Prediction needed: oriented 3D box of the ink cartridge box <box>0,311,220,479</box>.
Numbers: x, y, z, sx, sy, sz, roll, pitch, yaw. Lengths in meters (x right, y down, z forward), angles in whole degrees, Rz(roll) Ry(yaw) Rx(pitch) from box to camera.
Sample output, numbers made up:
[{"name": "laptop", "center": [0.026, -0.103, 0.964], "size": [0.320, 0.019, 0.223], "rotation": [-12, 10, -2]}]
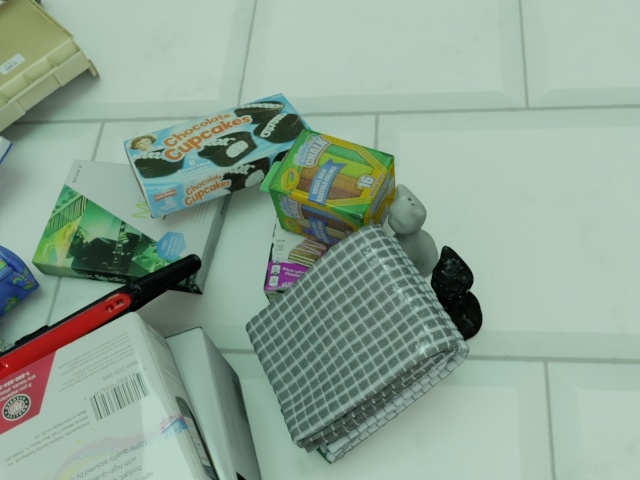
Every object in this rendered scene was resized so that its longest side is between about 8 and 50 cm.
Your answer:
[{"name": "ink cartridge box", "center": [-0.247, 0.275, 0.860], "size": [0.226, 0.131, 0.306], "rotation": [-26, 63, -4]}]

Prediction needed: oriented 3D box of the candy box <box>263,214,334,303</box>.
[{"name": "candy box", "center": [0.000, 0.000, 1.279], "size": [0.159, 0.071, 0.233], "rotation": [2, 61, 11]}]

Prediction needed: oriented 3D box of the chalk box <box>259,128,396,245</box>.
[{"name": "chalk box", "center": [0.003, -0.085, 1.208], "size": [0.213, 0.132, 0.132], "rotation": [19, 64, 17]}]

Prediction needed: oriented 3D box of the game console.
[{"name": "game console", "center": [-0.363, 0.128, 1.086], "size": [0.342, 0.386, 0.060], "rotation": [-33, 93, 7]}]

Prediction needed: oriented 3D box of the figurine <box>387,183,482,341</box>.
[{"name": "figurine", "center": [0.172, 0.034, 1.152], "size": [0.092, 0.209, 0.215], "rotation": [-28, 60, -7]}]

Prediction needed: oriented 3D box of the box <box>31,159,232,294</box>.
[{"name": "box", "center": [-0.343, -0.031, 1.361], "size": [0.322, 0.058, 0.232], "rotation": [5, 62, 13]}]

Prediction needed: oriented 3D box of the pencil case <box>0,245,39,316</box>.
[{"name": "pencil case", "center": [-0.627, 0.143, 1.267], "size": [0.306, 0.119, 0.133], "rotation": [-51, 25, -19]}]

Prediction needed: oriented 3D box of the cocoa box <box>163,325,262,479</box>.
[{"name": "cocoa box", "center": [-0.211, 0.342, 1.027], "size": [0.228, 0.231, 0.347], "rotation": [-18, 60, -1]}]

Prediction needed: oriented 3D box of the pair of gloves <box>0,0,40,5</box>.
[{"name": "pair of gloves", "center": [-0.707, -0.529, 1.611], "size": [0.204, 0.240, 0.042], "rotation": [-42, 99, -15]}]

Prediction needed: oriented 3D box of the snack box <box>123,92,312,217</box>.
[{"name": "snack box", "center": [-0.182, -0.163, 1.352], "size": [0.322, 0.060, 0.187], "rotation": [-20, 43, -14]}]

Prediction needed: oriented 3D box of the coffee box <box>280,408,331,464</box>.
[{"name": "coffee box", "center": [0.040, 0.244, 1.152], "size": [0.184, 0.040, 0.113], "rotation": [-43, 63, -15]}]

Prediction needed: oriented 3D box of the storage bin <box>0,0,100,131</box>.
[{"name": "storage bin", "center": [-0.651, -0.363, 1.563], "size": [0.262, 0.123, 0.260], "rotation": [-41, 63, -14]}]

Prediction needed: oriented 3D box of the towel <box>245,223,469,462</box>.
[{"name": "towel", "center": [0.038, 0.146, 1.065], "size": [0.283, 0.121, 0.235], "rotation": [-40, 59, 13]}]

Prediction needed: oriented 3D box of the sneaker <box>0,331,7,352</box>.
[{"name": "sneaker", "center": [-0.599, 0.272, 1.182], "size": [0.146, 0.102, 0.293], "rotation": [-3, 75, 15]}]

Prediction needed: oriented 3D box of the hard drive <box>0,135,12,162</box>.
[{"name": "hard drive", "center": [-0.748, -0.097, 1.413], "size": [0.210, 0.040, 0.319], "rotation": [30, 89, 23]}]
